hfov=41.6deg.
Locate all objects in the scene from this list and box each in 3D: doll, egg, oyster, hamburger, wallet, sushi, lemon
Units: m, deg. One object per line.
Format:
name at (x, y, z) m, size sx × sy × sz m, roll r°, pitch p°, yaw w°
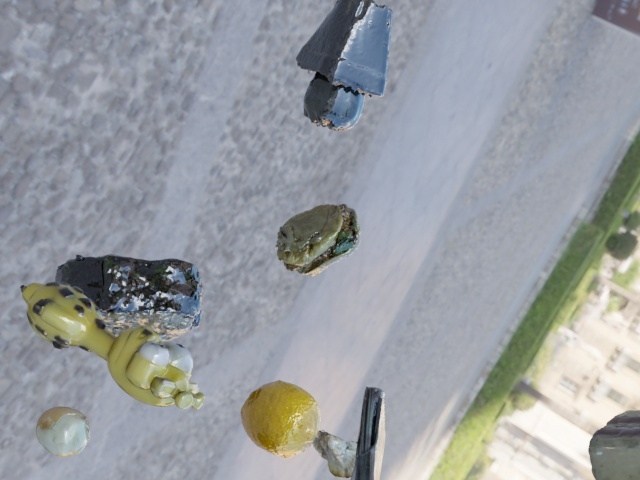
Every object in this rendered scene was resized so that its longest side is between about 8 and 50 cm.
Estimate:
doll at (-0.268, 0.131, 1.076) m, size 0.086 × 0.291 × 0.117 m, roll -64°, pitch 157°, yaw 1°
egg at (-0.381, 0.279, 1.238) m, size 0.071 × 0.083 × 0.071 m, roll -29°, pitch 125°, yaw -54°
oyster at (0.029, 0.449, 1.781) m, size 0.081 × 0.163 × 0.191 m, roll -56°, pitch 148°, yaw -25°
hamburger at (0.000, 0.000, 1.994) m, size 0.183 × 0.206 × 0.130 m, roll -101°, pitch 166°, yaw -56°
wallet at (0.056, 0.366, 1.139) m, size 0.172 × 0.045 × 0.318 m, roll 89°, pitch 8°, yaw -52°
sushi at (-0.445, 0.139, 1.966) m, size 0.211 × 0.350 × 0.170 m, roll 129°, pitch -39°, yaw -55°
lemon at (-0.080, 0.345, 1.642) m, size 0.142 × 0.187 × 0.142 m, roll -11°, pitch 104°, yaw -49°

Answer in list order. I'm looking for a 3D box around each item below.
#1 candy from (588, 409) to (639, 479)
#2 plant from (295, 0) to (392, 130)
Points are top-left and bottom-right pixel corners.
candy at (0.542, 0.325, 1.145) m, size 0.135 × 0.179 × 0.321 m, roll -20°, pitch -178°, yaw -41°
plant at (0.044, -0.331, 1.578) m, size 0.142 × 0.164 × 0.256 m, roll 11°, pitch 104°, yaw -29°
